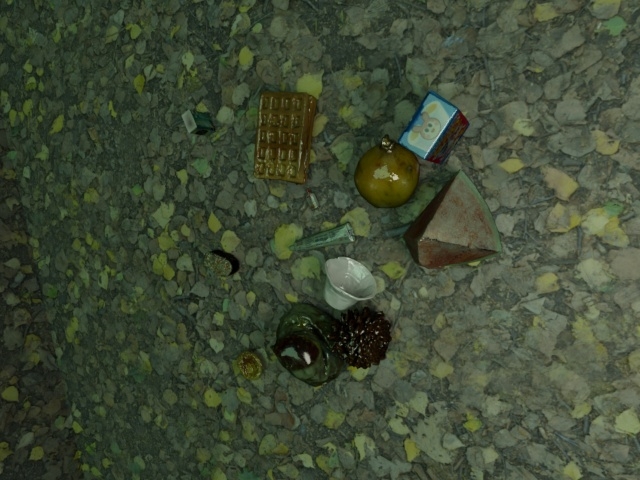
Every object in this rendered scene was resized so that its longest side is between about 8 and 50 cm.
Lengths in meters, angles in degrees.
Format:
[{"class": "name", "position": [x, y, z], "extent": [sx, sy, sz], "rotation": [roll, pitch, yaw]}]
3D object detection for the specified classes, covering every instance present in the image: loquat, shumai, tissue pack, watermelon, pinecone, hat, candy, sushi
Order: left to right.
[{"class": "tissue pack", "position": [-0.504, -0.472, 1.730], "extent": [0.079, 0.111, 0.085], "rotation": [-27, 84, 27]}, {"class": "sushi", "position": [-0.413, 0.095, 1.767], "extent": [0.150, 0.078, 0.090], "rotation": [25, 106, 20]}, {"class": "shumai", "position": [-0.083, 0.414, 1.542], "extent": [0.309, 0.263, 0.304], "rotation": [40, 109, 16]}, {"class": "hat", "position": [0.085, 0.167, 1.497], "extent": [0.203, 0.203, 0.126], "rotation": [40, 127, 17]}, {"class": "pinecone", "position": [0.131, 0.327, 1.457], "extent": [0.221, 0.221, 0.221], "rotation": [3, 97, 25]}, {"class": "loquat", "position": [0.211, -0.221, 1.346], "extent": [0.213, 0.213, 0.246], "rotation": [15, 141, 24]}, {"class": "candy", "position": [0.337, -0.316, 1.235], "extent": [0.100, 0.306, 0.157], "rotation": [39, 110, 16]}, {"class": "watermelon", "position": [0.359, -0.058, 1.298], "extent": [0.283, 0.292, 0.250], "rotation": [-27, 54, 26]}]

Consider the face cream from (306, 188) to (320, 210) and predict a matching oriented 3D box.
[{"class": "face cream", "position": [-0.033, -0.154, 1.589], "extent": [0.040, 0.021, 0.083], "rotation": [-26, 84, 25]}]

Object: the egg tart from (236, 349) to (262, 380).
[{"class": "egg tart", "position": [-0.291, 0.517, 1.769], "extent": [0.130, 0.052, 0.130], "rotation": [3, 98, 24]}]

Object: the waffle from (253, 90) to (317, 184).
[{"class": "waffle", "position": [-0.135, -0.378, 1.574], "extent": [0.224, 0.098, 0.327], "rotation": [12, 100, 26]}]

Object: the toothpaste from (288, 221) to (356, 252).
[{"class": "toothpaste", "position": [0.000, -0.001, 1.576], "extent": [0.268, 0.047, 0.069], "rotation": [-15, 70, 24]}]
